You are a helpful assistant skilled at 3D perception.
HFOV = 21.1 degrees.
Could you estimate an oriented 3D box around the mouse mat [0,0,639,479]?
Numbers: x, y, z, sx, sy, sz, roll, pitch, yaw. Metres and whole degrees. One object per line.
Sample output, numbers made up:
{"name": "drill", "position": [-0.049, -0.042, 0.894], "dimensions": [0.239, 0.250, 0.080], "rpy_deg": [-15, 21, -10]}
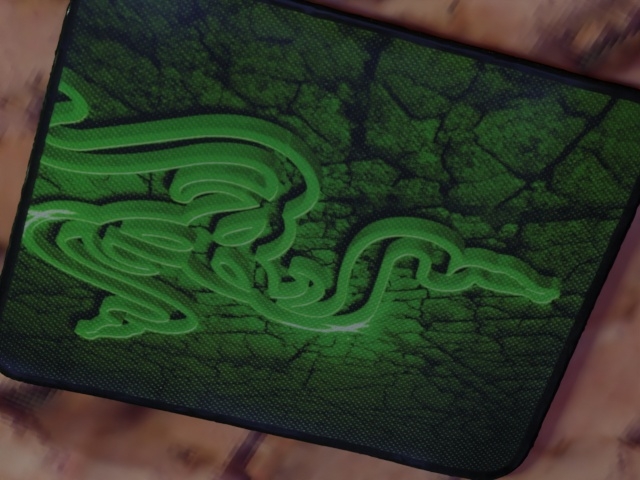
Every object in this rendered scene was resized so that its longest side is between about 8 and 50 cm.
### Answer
{"name": "mouse mat", "position": [0.000, 0.000, 0.544], "dimensions": [0.190, 0.007, 0.152], "rpy_deg": [14, 117, -10]}
